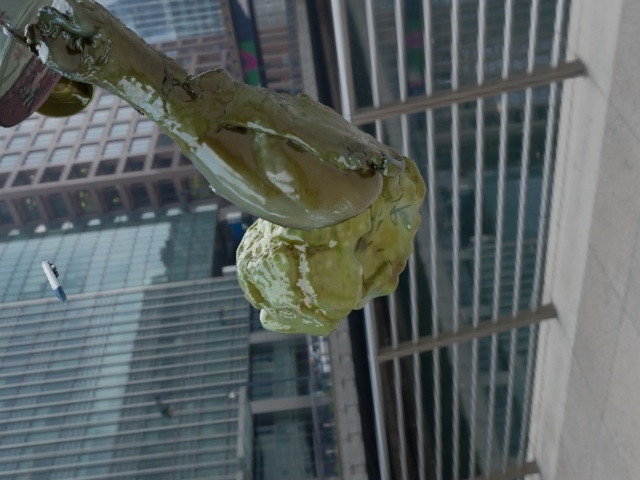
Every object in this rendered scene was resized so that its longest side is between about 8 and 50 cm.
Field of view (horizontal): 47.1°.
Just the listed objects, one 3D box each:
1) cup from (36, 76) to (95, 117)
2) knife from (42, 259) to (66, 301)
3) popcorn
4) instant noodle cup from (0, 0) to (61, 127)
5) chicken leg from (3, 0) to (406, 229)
[{"bbox_3d":[-0.501,-0.348,1.432,0.131,0.176,0.155,64,180,-58],"label":"cup"},{"bbox_3d":[-0.528,0.078,1.460,0.296,0.026,0.044,20,127,62],"label":"knife"},{"bbox_3d":[-0.001,-0.011,1.239,0.334,0.292,0.293,-41,-44,-43],"label":"popcorn"},{"bbox_3d":[-0.448,-0.293,0.985,0.235,0.178,0.235,-61,6,11],"label":"instant noodle cup"},{"bbox_3d":[-0.122,-0.140,0.795,0.152,0.429,0.201,-61,21,1],"label":"chicken leg"}]
